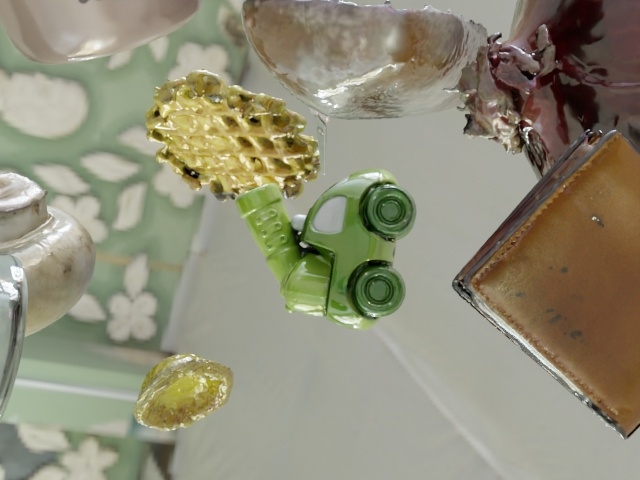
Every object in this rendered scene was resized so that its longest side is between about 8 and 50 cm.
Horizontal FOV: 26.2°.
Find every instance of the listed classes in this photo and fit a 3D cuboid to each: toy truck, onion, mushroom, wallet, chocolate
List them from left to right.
[{"bbox_3d":[-0.394,0.019,1.612,0.255,0.255,0.184,-107,-152,-52],"label":"mushroom"},{"bbox_3d":[0.014,0.016,1.611,0.148,0.210,0.187,52,30,-88],"label":"toy truck"},{"bbox_3d":[0.053,-0.158,1.245,0.303,0.185,0.100,-10,101,-73],"label":"chocolate"},{"bbox_3d":[0.212,0.031,1.001,0.161,0.195,0.042,-48,-159,6],"label":"wallet"},{"bbox_3d":[0.248,-0.134,1.126,0.347,0.285,0.347,172,-90,-77],"label":"onion"}]

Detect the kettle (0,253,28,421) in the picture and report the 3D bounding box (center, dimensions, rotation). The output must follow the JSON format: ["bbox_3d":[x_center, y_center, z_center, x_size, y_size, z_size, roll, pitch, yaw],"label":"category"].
[{"bbox_3d":[-0.458,0.094,1.250,0.265,0.318,0.205,-62,-148,25],"label":"kettle"}]

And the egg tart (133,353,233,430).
[{"bbox_3d":[-0.134,0.140,1.314,0.039,0.105,0.105,62,-40,34],"label":"egg tart"}]

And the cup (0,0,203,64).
[{"bbox_3d":[-0.174,-0.277,1.152,0.191,0.253,0.200,25,-44,56],"label":"cup"}]

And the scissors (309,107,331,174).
[{"bbox_3d":[0.001,-0.156,1.815,0.100,0.015,0.189,35,-32,31],"label":"scissors"}]

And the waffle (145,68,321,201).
[{"bbox_3d":[-0.128,-0.136,1.957,0.060,0.262,0.280,-62,-179,-32],"label":"waffle"}]
